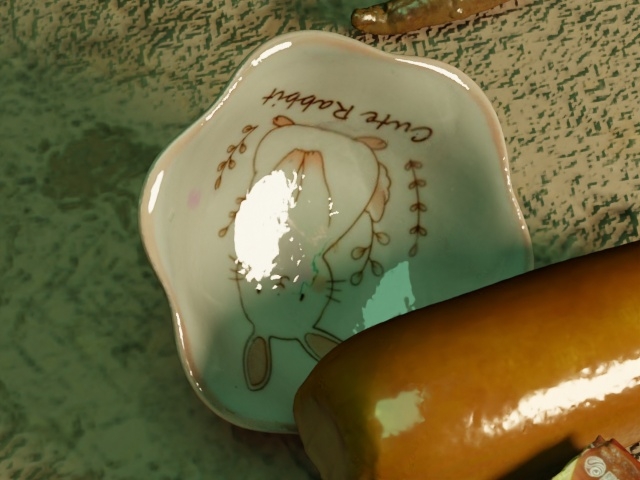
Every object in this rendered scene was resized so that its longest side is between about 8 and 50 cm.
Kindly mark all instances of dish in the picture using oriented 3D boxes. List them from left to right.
[{"bbox_3d":[0.000,0.000,0.956,0.229,0.081,0.229,0,90,-24],"label":"dish"}]

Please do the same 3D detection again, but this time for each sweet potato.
[{"bbox_3d":[0.114,-0.176,1.093,0.214,0.050,0.050,-35,66,-10],"label":"sweet potato"}]

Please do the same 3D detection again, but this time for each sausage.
[{"bbox_3d":[0.118,0.067,0.911,0.274,0.105,0.105,-17,61,-23],"label":"sausage"}]

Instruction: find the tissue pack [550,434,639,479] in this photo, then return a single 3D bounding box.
[{"bbox_3d":[0.156,0.187,0.854,0.099,0.106,0.149,-39,68,-18],"label":"tissue pack"}]
